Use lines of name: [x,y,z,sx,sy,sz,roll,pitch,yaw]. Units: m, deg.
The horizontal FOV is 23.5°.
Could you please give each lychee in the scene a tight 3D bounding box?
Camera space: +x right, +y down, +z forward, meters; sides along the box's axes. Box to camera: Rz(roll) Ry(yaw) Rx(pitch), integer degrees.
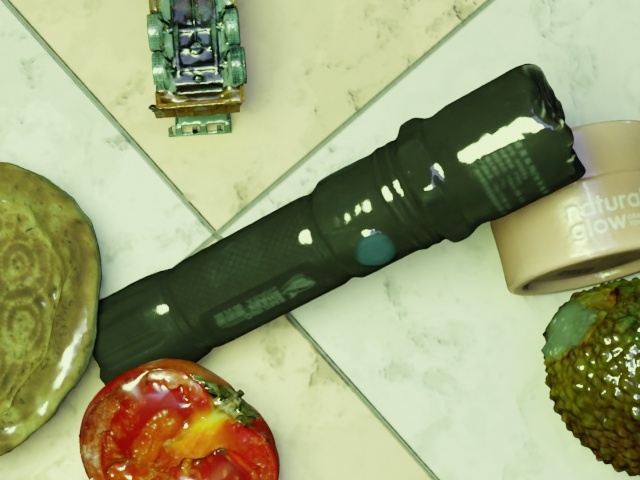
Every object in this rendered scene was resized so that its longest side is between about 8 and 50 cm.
lychee: [0.262,0.111,1.225,0.171,0.171,0.171,0,78,-2]

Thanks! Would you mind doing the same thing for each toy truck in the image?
toy truck: [-0.105,-0.185,1.286,0.080,0.115,0.177,-4,79,-3]

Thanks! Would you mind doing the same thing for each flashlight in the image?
flashlight: [0.000,0.000,1.191,0.424,0.103,0.103,-27,80,15]

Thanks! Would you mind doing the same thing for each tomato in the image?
tomato: [-0.110,0.158,1.218,0.159,0.091,0.139,39,102,-11]

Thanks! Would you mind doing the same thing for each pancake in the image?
pancake: [-0.284,0.052,1.243,0.250,0.031,0.250,-6,71,18]

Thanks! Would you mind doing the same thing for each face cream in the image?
face cream: [0.212,-0.024,1.246,0.149,0.149,0.104,-12,77,-5]
